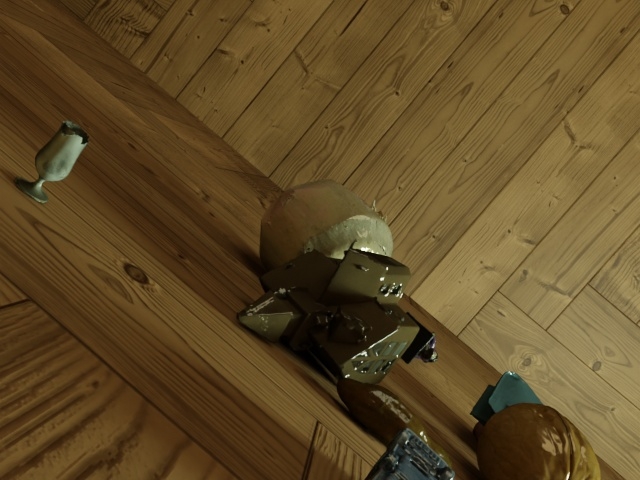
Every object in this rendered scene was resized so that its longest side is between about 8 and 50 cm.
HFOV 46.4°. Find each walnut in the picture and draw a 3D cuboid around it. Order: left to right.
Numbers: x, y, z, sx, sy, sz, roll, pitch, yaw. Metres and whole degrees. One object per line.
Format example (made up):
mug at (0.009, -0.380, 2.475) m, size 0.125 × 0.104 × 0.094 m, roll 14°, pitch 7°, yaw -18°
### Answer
walnut at (0.311, 0.319, 1.078) m, size 0.165 × 0.165 × 0.197 m, roll 40°, pitch 13°, yaw -6°

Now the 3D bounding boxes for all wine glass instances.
wine glass at (-0.267, -0.081, 0.745) m, size 0.039 × 0.083 × 0.042 m, roll 29°, pitch 14°, yaw -42°

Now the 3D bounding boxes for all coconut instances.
coconut at (0.000, 0.000, 1.270) m, size 0.224 × 0.224 × 0.234 m, roll 35°, pitch 20°, yaw -45°

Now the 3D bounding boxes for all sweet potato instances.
sweet potato at (0.096, 0.227, 0.901) m, size 0.182 × 0.054 × 0.053 m, roll 42°, pitch 14°, yaw -5°

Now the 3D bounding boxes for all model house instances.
model house at (-0.006, 0.083, 0.952) m, size 0.248 × 0.176 × 0.181 m, roll 6°, pitch 30°, yaw -51°

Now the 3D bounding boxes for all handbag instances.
handbag at (0.367, 0.352, 1.303) m, size 0.229 × 0.062 × 0.179 m, roll 52°, pitch 28°, yaw 8°

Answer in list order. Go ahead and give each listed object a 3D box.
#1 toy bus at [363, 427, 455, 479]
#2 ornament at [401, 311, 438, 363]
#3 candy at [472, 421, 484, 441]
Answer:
toy bus at (0.066, 0.217, 0.635) m, size 0.064 × 0.075 × 0.190 m, roll 40°, pitch 6°, yaw 12°
ornament at (0.220, 0.224, 1.625) m, size 0.088 × 0.081 × 0.203 m, roll 44°, pitch 6°, yaw 31°
candy at (0.324, 0.369, 1.360) m, size 0.103 × 0.043 × 0.103 m, roll 42°, pitch 7°, yaw -6°
